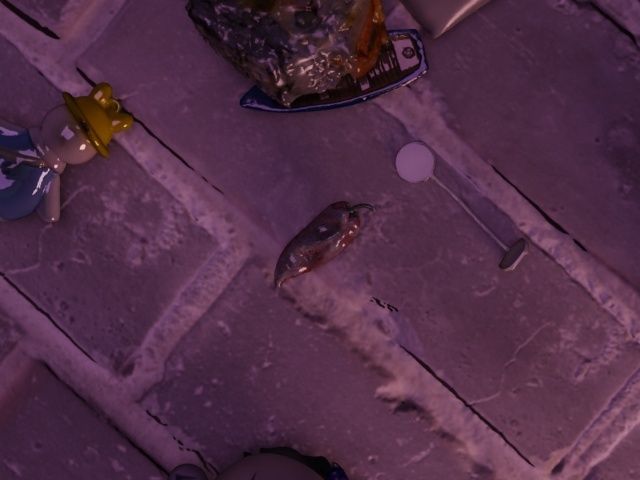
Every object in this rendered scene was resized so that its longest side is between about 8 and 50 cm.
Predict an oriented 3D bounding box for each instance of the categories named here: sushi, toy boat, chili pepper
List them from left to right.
[{"bbox_3d":[-0.058,-0.278,1.684,0.274,0.139,0.184,38,82,20],"label":"sushi"},{"bbox_3d":[0.001,0.000,1.745,0.153,0.041,0.050,-43,66,20],"label":"chili pepper"},{"bbox_3d":[0.015,-0.194,1.740,0.229,0.046,0.080,-18,90,5],"label":"toy boat"}]

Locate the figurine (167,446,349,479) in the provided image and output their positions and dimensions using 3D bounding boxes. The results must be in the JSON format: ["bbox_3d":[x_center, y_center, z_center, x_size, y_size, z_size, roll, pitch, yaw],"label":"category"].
[{"bbox_3d":[-0.113,0.390,1.690,0.382,0.186,0.261,-37,93,0],"label":"figurine"}]

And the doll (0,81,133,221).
[{"bbox_3d":[-0.338,-0.101,1.746,0.241,0.099,0.135,-32,65,3],"label":"doll"}]

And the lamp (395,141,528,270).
[{"bbox_3d":[0.166,-0.043,1.727,0.198,0.056,0.050,43,97,7],"label":"lamp"}]

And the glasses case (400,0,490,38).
[{"bbox_3d":[0.221,-0.358,1.702,0.308,0.083,0.128,-29,87,5],"label":"glasses case"}]
